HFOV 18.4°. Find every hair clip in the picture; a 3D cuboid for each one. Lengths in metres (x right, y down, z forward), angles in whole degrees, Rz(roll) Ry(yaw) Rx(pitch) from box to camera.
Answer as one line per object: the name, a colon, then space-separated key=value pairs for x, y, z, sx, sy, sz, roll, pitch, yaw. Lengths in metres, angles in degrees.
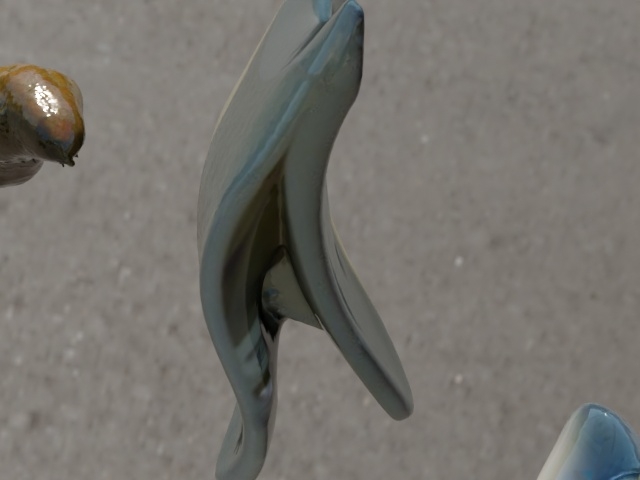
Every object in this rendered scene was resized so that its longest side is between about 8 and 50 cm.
hair clip: x=-0.019 y=-0.004 z=1.037 sx=0.113 sy=0.282 sz=0.172 roll=-8 pitch=22 yaw=0

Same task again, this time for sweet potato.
sweet potato: x=-0.152 y=-0.058 z=0.976 sx=0.054 sy=0.053 sz=0.182 roll=11 pitch=-7 yaw=-15

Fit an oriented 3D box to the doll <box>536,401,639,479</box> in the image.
doll: x=0.057 y=0.120 z=0.516 sx=0.241 sy=0.135 sz=0.099 roll=-12 pitch=4 yaw=11
